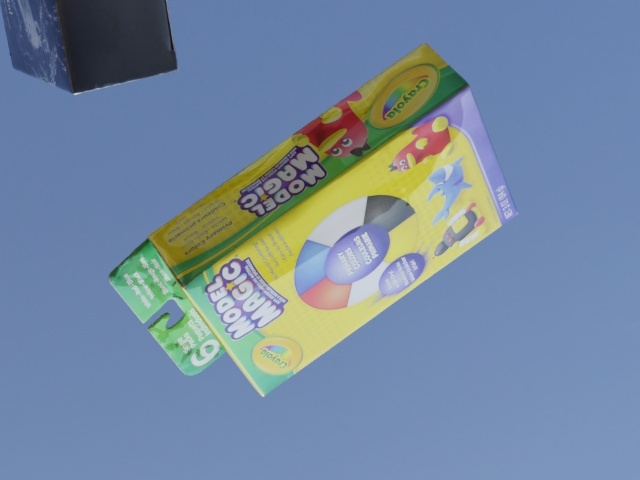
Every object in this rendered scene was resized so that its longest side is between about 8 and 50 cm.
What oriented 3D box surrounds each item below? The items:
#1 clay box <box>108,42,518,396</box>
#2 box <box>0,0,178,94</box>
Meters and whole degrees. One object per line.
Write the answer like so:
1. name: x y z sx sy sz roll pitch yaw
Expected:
1. clay box: 0.000 0.000 0.818 0.222 0.127 0.053 -36 -130 -5
2. box: -0.193 -0.208 1.117 0.093 0.158 0.156 -17 -69 -25
